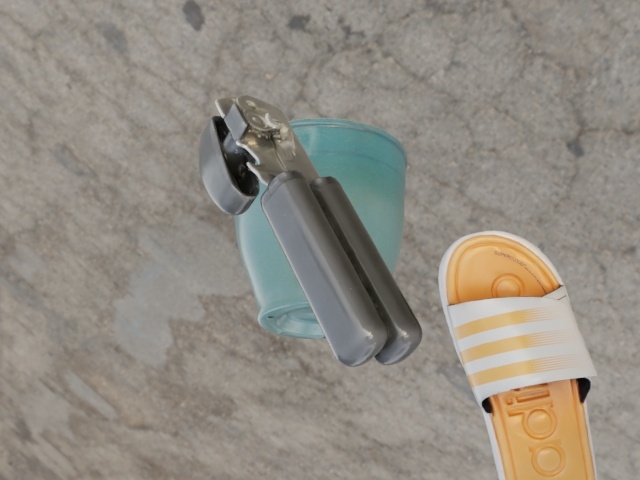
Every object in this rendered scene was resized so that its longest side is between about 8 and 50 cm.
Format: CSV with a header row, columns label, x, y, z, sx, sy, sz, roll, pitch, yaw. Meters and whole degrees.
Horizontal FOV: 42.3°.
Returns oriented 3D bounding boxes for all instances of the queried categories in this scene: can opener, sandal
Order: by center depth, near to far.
label,x,y,z,sx,sy,sz,roll,pitch,yaw
sandal,0.171,0.117,0.642,0.076,0.102,0.265,82,172,-87
can opener,-0.022,-0.009,0.673,0.095,0.076,0.283,-49,53,32

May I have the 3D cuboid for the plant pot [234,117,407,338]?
label,x,y,z,sx,sy,sz,roll,pitch,yaw
plant pot,0.000,0.000,1.206,0.272,0.255,0.271,-1,156,-1
